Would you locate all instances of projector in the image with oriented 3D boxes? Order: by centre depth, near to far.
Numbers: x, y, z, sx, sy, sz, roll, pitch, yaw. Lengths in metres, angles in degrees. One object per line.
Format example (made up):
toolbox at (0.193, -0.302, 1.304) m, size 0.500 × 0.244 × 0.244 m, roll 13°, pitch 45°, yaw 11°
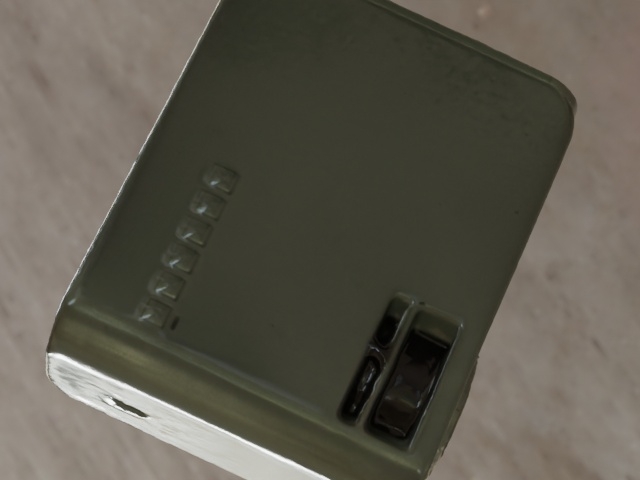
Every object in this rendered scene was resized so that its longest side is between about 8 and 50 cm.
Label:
projector at (0.000, 0.000, 0.995) m, size 0.198 × 0.250 × 0.108 m, roll 24°, pitch 158°, yaw 2°
